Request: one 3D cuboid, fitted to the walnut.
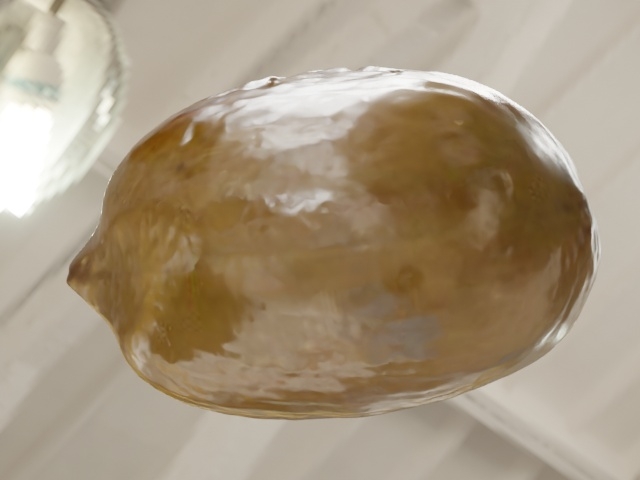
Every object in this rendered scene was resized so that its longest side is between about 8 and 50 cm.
[{"bbox_3d":[0.000,0.000,1.062,0.203,0.298,0.203,-2,-90,-75],"label":"walnut"}]
